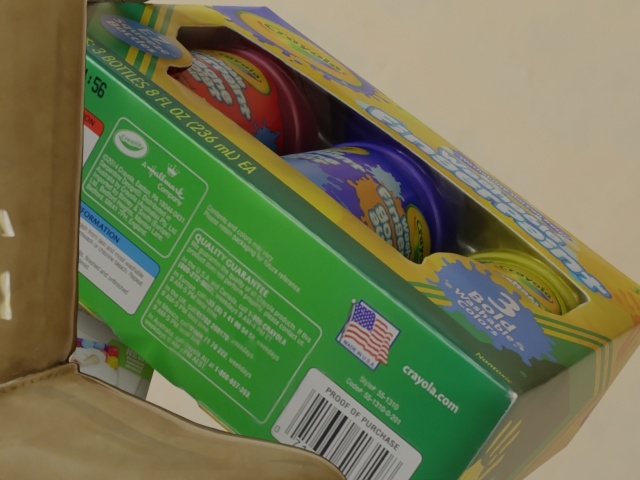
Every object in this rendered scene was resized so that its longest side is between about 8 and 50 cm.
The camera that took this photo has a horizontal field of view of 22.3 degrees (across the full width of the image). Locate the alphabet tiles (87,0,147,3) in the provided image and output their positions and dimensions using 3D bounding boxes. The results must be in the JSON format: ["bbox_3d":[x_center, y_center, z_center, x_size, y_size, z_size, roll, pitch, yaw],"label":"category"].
[{"bbox_3d":[-0.121,-0.234,1.158,0.237,0.198,0.009,46,22,-72],"label":"alphabet tiles"}]

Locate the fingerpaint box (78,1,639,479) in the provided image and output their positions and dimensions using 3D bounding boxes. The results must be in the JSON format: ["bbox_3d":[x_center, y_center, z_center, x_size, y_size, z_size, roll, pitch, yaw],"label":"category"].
[{"bbox_3d":[0.000,0.000,1.225,0.445,0.163,0.371,39,21,17],"label":"fingerpaint box"}]

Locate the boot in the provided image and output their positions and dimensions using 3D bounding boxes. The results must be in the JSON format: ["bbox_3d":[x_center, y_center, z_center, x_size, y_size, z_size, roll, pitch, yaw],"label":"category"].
[{"bbox_3d":[-0.104,0.000,0.648,0.236,0.269,0.089,-1,-16,-8],"label":"boot"}]

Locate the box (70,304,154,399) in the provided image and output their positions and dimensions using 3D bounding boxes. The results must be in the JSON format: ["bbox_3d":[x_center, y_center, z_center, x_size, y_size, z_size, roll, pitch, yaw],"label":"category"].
[{"bbox_3d":[-0.197,0.106,1.144,0.145,0.186,0.038,26,-43,-15],"label":"box"}]
